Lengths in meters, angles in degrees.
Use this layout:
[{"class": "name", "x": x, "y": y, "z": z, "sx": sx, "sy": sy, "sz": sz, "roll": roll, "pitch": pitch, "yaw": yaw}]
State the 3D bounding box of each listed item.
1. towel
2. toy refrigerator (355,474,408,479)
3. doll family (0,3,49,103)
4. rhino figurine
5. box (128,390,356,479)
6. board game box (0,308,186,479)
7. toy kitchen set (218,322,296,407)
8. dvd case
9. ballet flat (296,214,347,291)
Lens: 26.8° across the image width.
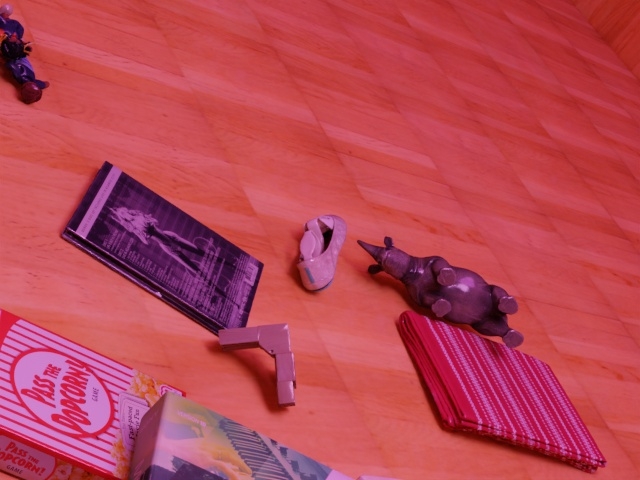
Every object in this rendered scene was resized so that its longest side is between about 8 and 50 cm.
[{"class": "towel", "x": 0.228, "y": 0.191, "z": 1.697, "sx": 0.275, "sy": 0.031, "sz": 0.199, "roll": 22, "pitch": 29, "yaw": -35}, {"class": "toy refrigerator", "x": 0.131, "y": 0.309, "z": 1.317, "sx": 0.269, "sy": 0.094, "sz": 0.102, "roll": 16, "pitch": 29, "yaw": -41}, {"class": "doll family", "x": -0.378, "y": -0.226, "z": 1.533, "sx": 0.193, "sy": 0.076, "sz": 0.111, "roll": 16, "pitch": 29, "yaw": -44}, {"class": "rhino figurine", "x": 0.151, "y": 0.058, "z": 1.738, "sx": 0.243, "sy": 0.073, "sz": 0.106, "roll": 26, "pitch": 5, "yaw": -11}, {"class": "box", "x": -0.059, "y": 0.296, "z": 1.068, "sx": 0.232, "sy": 0.058, "sz": 0.322, "roll": 29, "pitch": 37, "yaw": -20}, {"class": "board game box", "x": -0.211, "y": 0.156, "z": 1.168, "sx": 0.193, "sy": 0.045, "sz": 0.147, "roll": 27, "pitch": 29, "yaw": -22}, {"class": "toy kitchen set", "x": -0.064, "y": 0.136, "z": 1.417, "sx": 0.068, "sy": 0.075, "sz": 0.083, "roll": 85, "pitch": 0, "yaw": -76}, {"class": "dvd case", "x": -0.168, "y": 0.012, "z": 1.485, "sx": 0.221, "sy": 0.018, "sz": 0.164, "roll": 34, "pitch": 28, "yaw": -12}, {"class": "ballet flat", "x": 0.000, "y": 0.000, "z": 1.667, "sx": 0.052, "sy": 0.057, "sz": 0.168, "roll": 60, "pitch": 17, "yaw": -25}]
